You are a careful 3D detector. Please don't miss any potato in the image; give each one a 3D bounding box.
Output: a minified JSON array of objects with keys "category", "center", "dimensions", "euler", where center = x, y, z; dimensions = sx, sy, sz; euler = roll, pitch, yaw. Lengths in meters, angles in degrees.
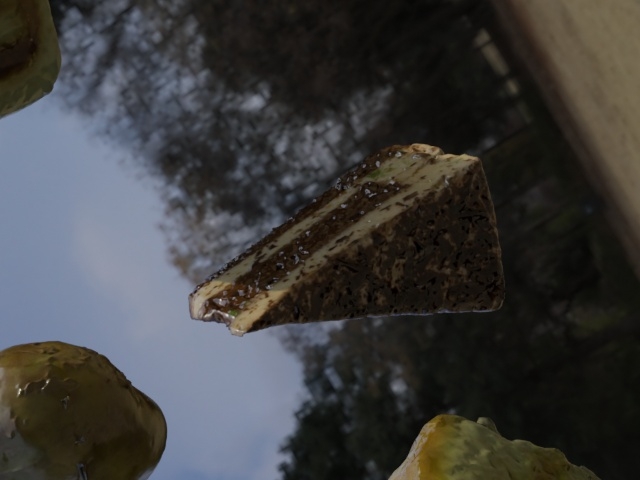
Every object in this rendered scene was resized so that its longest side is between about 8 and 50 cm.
[{"category":"potato","center":[-0.119,0.094,0.618],"dimensions":[0.070,0.091,0.138],"euler":[62,180,24]}]

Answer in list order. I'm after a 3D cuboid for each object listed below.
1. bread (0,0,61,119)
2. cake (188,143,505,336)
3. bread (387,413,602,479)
[{"category":"bread","center":[-0.366,-0.201,1.042],"dimensions":[0.155,0.338,0.187],"euler":[-38,-51,-40]},{"category":"cake","center":[0.018,-0.006,1.024],"dimensions":[0.112,0.246,0.135],"euler":[8,100,58]},{"category":"bread","center":[0.158,0.306,0.713],"dimensions":[0.395,0.239,0.264],"euler":[31,-155,-11]}]
